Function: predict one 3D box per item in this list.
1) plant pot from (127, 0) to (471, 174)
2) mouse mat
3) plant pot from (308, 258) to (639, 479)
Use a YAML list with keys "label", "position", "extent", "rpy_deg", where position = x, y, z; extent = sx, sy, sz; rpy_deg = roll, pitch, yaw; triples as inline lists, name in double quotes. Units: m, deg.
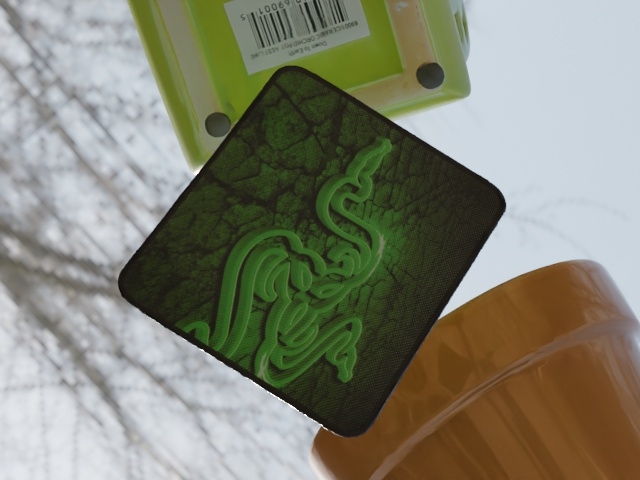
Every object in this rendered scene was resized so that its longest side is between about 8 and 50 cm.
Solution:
- label: "plant pot"
  position: [-0.022, -0.178, 1.233]
  extent: [0.228, 0.227, 0.207]
  rpy_deg: [-16, -158, 4]
- label: "mouse mat"
  position: [0.000, 0.000, 0.989]
  extent: [0.189, 0.152, 0.007]
  rpy_deg: [-56, 175, -32]
- label: "plant pot"
  position: [0.163, 0.182, 1.463]
  extent: [0.291, 0.291, 0.203]
  rpy_deg: [-36, -113, 6]
